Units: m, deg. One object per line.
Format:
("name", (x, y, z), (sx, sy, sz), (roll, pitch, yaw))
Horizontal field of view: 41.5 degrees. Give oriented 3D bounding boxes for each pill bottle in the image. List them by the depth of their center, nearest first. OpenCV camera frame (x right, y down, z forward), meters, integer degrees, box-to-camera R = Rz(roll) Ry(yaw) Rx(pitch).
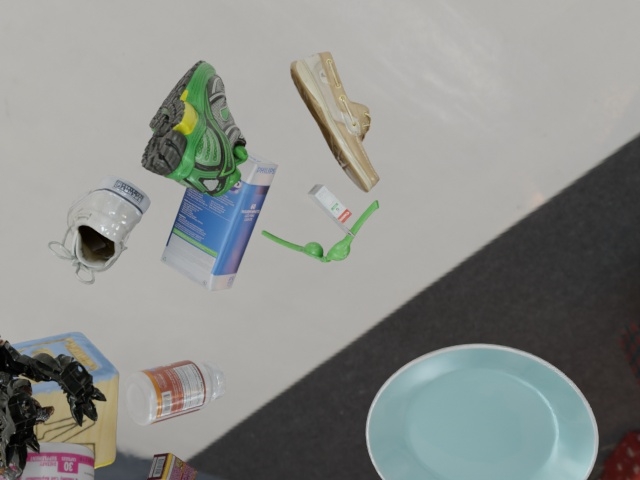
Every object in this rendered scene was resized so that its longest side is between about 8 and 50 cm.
("pill bottle", (-0.433, 0.464, 1.293), (0.160, 0.283, 0.160), (-4, 156, -2))
("pill bottle", (-0.326, 0.337, 1.918), (0.216, 0.121, 0.121), (-7, 145, -45))

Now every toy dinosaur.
("toy dinosaur", (-0.439, 0.200, 1.143), (0.218, 0.164, 0.322), (16, 139, 28))

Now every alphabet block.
("alphabet block", (-0.497, 0.307, 1.560), (0.193, 0.192, 0.197), (-8, 114, -36))

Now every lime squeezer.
("lime squeezer", (0.000, 0.000, 1.908), (0.310, 0.059, 0.110), (-13, 102, 30))

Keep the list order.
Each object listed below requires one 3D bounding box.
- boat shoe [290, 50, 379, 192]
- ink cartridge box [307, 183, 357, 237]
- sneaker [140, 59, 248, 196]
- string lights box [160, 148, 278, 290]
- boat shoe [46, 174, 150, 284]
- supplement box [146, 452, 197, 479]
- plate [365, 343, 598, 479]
("boat shoe", (0.028, -0.137, 0.949), (0.059, 0.170, 0.063), (-29, 178, -7))
("ink cartridge box", (0.029, -0.056, 1.574), (0.115, 0.063, 0.029), (44, 85, -14))
("sneaker", (-0.194, -0.173, 1.373), (0.146, 0.344, 0.134), (34, 117, -23))
("string lights box", (-0.193, -0.051, 1.595), (0.076, 0.133, 0.260), (-4, 119, -62))
("boat shoe", (-0.424, 0.005, 1.579), (0.135, 0.157, 0.367), (34, 156, -18))
("supplement box", (-0.272, 0.432, 1.552), (0.043, 0.055, 0.083), (-15, 135, 29))
("plate", (0.132, 0.160, 0.702), (0.188, 0.024, 0.188), (4, 117, 8))
